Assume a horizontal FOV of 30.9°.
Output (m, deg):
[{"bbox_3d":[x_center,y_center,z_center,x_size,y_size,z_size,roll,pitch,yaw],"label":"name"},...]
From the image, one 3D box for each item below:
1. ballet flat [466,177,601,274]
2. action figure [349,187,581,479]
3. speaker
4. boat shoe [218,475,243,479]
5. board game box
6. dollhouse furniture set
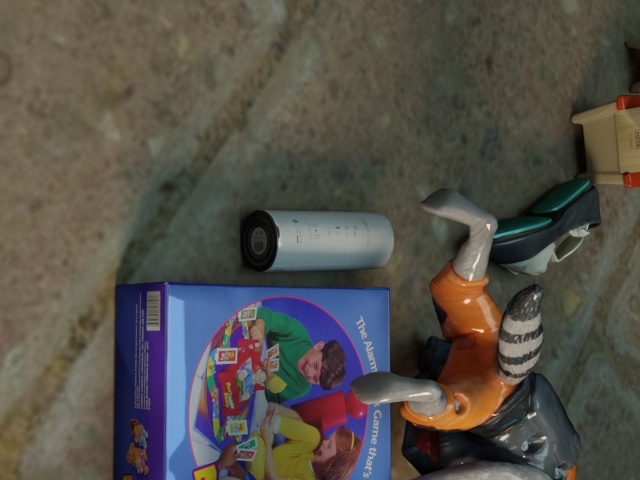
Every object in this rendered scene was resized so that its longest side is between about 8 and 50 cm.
[{"bbox_3d":[0.230,-0.004,1.208,0.203,0.074,0.074,-26,103,-40],"label":"ballet flat"},{"bbox_3d":[0.141,0.174,0.974,0.330,0.178,0.341,58,31,-43],"label":"action figure"},{"bbox_3d":[0.000,0.000,1.026,0.136,0.055,0.055,-1,87,-40],"label":"speaker"},{"bbox_3d":[-0.020,0.268,0.873,0.070,0.077,0.219,-51,119,-31],"label":"boat shoe"},{"bbox_3d":[-0.051,0.210,0.954,0.233,0.078,0.347,4,85,-39],"label":"board game box"},{"bbox_3d":[0.422,-0.112,1.329,0.259,0.135,0.262,-5,90,-40],"label":"dollhouse furniture set"}]
